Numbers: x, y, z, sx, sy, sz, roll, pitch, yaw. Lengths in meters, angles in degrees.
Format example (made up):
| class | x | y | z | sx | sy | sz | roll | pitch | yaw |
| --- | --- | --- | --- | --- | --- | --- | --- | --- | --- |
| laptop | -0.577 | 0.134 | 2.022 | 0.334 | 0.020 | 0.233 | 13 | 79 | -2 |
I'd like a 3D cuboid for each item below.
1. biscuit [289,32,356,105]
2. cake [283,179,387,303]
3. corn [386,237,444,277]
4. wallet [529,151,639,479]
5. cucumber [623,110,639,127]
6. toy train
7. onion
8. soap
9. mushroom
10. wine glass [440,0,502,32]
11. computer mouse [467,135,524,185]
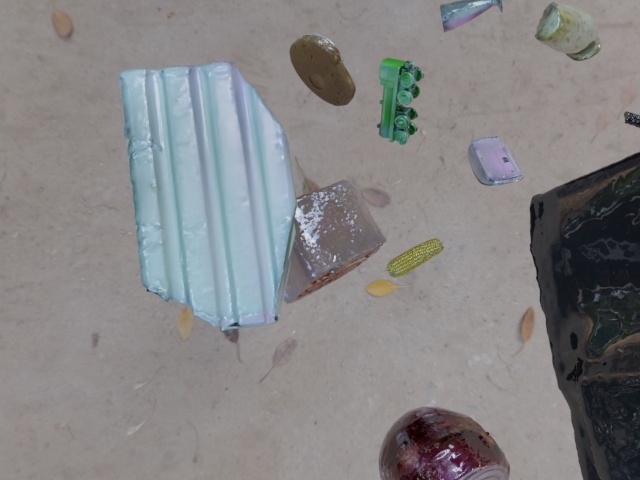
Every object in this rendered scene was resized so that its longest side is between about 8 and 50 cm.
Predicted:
| class | x | y | z | sx | sy | sz | roll | pitch | yaw |
| --- | --- | --- | --- | --- | --- | --- | --- | --- | --- |
| biscuit | 0.010 | -0.433 | 1.178 | 0.181 | 0.208 | 0.049 | 23 | 72 | 46 |
| cake | 0.000 | 0.000 | 1.317 | 0.309 | 0.237 | 0.230 | -27 | 80 | -33 |
| corn | 0.307 | 0.059 | 1.526 | 0.206 | 0.067 | 0.067 | -31 | 85 | 18 |
| wallet | 0.246 | 0.083 | 0.273 | 0.041 | 0.247 | 0.322 | 9 | 71 | -26 |
| cucumber | 0.858 | -0.300 | 1.216 | 0.135 | 0.033 | 0.034 | 37 | 95 | 27 |
| toy train | 0.221 | -0.396 | 1.340 | 0.119 | 0.251 | 0.085 | 24 | 46 | 25 |
| onion | 0.267 | 0.521 | 1.085 | 0.282 | 0.336 | 0.260 | -42 | 41 | -3 |
| soap | -0.177 | -0.070 | 0.802 | 0.262 | 0.156 | 0.445 | -8 | 82 | -9 |
| mushroom | 0.482 | -0.420 | 0.921 | 0.107 | 0.333 | 0.087 | 49 | 129 | 21 |
| wine glass | 0.399 | -0.614 | 1.237 | 0.155 | 0.073 | 0.073 | -9 | 86 | 22 |
| computer mouse | 0.524 | -0.234 | 1.402 | 0.126 | 0.245 | 0.056 | -11 | 130 | 8 |
